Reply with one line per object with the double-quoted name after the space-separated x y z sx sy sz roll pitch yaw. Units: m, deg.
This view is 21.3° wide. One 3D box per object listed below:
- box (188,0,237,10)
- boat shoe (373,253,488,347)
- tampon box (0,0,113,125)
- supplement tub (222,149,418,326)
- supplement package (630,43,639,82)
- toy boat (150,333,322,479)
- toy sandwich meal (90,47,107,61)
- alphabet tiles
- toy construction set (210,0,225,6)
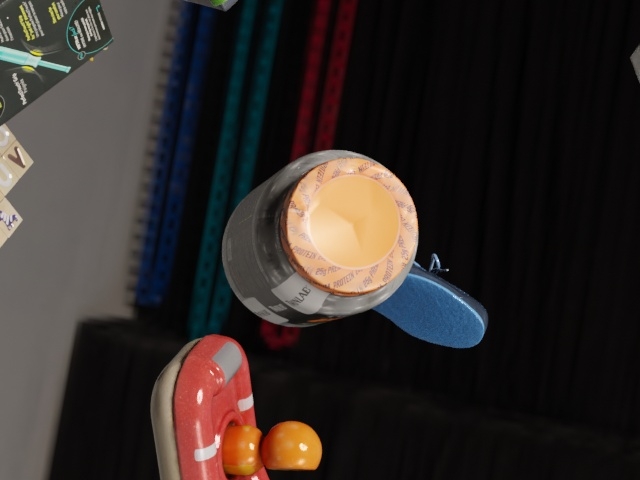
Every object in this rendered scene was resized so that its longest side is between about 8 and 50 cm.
-0.249 -0.532 2.450 0.312 0.179 0.343 21 -27 49 "box"
0.108 0.049 2.242 0.258 0.109 0.089 29 32 4 "boat shoe"
-0.279 -0.186 1.442 0.101 0.161 0.120 38 -22 29 "tampon box"
0.000 0.000 2.017 0.194 0.193 0.316 10 -8 -11 "supplement tub"
0.548 -0.246 2.213 0.194 0.203 0.149 28 25 -14 "supplement package"
-0.072 0.210 1.690 0.151 0.231 0.151 0 21 18 "toy boat"
-0.281 -0.226 1.921 0.086 0.029 0.085 16 20 -6 "toy sandwich meal"
-0.459 -0.077 2.173 0.009 0.237 0.198 -17 -62 37 "alphabet tiles"
-0.084 -0.355 1.561 0.257 0.237 0.309 -31 10 -24 "toy construction set"
